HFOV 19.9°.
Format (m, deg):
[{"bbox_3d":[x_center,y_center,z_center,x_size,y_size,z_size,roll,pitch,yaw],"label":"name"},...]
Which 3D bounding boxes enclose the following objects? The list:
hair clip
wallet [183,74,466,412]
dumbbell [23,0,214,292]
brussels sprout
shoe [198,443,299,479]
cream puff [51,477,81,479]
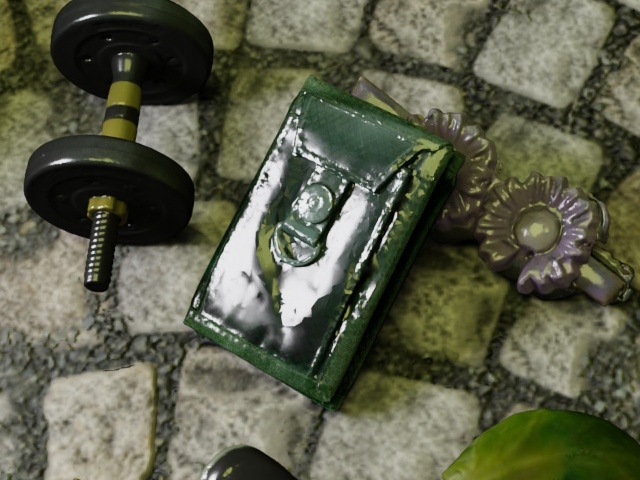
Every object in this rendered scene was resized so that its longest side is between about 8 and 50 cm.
[{"bbox_3d":[0.135,-0.035,1.520,0.292,0.084,0.106,35,89,19],"label":"hair clip"},{"bbox_3d":[-0.001,0.000,1.486,0.160,0.055,0.236,28,91,25],"label":"wallet"},{"bbox_3d":[-0.169,-0.103,1.556,0.143,0.143,0.325,1,61,9],"label":"dumbbell"},{"bbox_3d":[0.164,0.206,1.344,0.181,0.144,0.161,1,97,-3],"label":"brussels sprout"},{"bbox_3d":[-0.003,0.261,1.336,0.114,0.137,0.291,-39,62,-14],"label":"shoe"},{"bbox_3d":[-0.222,0.248,1.394,0.144,0.103,0.126,-29,62,-1],"label":"cream puff"}]
